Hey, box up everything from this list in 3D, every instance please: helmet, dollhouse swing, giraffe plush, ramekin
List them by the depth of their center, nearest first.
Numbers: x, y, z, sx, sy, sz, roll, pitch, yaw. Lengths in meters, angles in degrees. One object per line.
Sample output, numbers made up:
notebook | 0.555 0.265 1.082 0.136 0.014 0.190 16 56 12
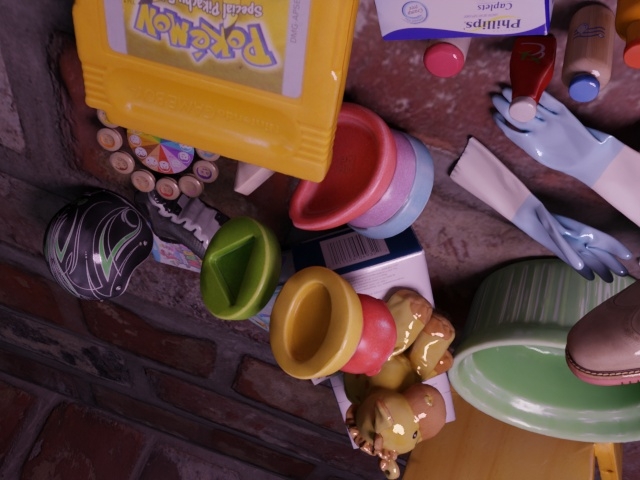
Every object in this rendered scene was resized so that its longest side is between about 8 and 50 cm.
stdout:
giraffe plush | 0.090 0.194 0.839 0.210 0.170 0.181 -36 123 14
ramekin | 0.347 0.158 0.941 0.304 0.148 0.303 15 148 10
helmet | -0.384 0.014 1.111 0.169 0.161 0.169 21 146 15
dollhouse swing | 0.329 0.425 1.139 0.347 0.305 0.315 -3 138 27

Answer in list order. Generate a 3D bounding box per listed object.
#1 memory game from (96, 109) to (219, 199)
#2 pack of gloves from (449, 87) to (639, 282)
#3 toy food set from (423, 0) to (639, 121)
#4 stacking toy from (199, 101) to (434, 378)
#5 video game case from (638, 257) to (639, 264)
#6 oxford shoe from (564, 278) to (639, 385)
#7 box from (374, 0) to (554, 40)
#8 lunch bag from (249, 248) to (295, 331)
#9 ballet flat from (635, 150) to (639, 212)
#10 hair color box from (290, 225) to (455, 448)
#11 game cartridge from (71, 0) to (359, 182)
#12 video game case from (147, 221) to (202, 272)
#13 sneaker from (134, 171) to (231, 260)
memory game | -0.224 -0.133 0.902 0.186 0.012 0.186 8 129 10
pack of gloves | 0.250 -0.047 0.701 0.232 0.046 0.195 39 152 14
toy food set | 0.171 -0.175 0.575 0.232 0.104 0.111 9 146 19
stacking toy | 0.000 0.000 0.804 0.130 0.308 0.280 20 174 -43
video game case | 0.477 0.040 0.819 0.122 0.011 0.087 -13 135 42
oxford shoe | 0.390 0.020 0.653 0.348 0.123 0.130 -33 118 10
box | 0.116 -0.224 0.501 0.126 0.137 0.072 5 144 23
lunch bag | 0.003 0.131 1.134 0.224 0.107 0.279 -13 135 42
ballet flat | 0.382 -0.030 0.721 0.250 0.084 0.058 49 -179 -39
hair color box | 0.085 0.144 0.973 0.174 0.105 0.347 -16 124 1
game cartridge | -0.106 -0.226 0.628 0.285 0.052 0.323 16 131 8
video game case | -0.235 0.022 1.193 0.166 0.015 0.119 14 148 10
sneaker | -0.209 -0.018 1.064 0.106 0.078 0.234 -10 134 44
